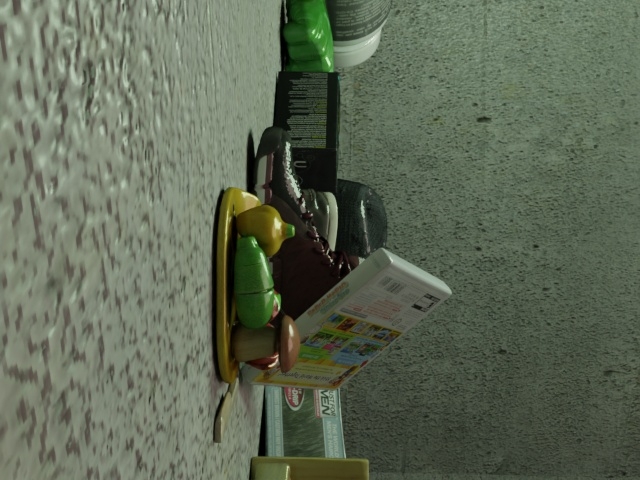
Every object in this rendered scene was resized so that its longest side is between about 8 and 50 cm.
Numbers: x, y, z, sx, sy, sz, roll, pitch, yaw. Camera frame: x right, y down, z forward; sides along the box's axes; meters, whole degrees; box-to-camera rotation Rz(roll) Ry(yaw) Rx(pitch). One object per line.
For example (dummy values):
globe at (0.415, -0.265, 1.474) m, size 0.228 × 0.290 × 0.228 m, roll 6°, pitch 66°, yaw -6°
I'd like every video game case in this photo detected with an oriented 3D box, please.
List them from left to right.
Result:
video game case at (0.040, 0.102, 0.899) m, size 0.026 × 0.206 × 0.227 m, roll 54°, pitch 13°, yaw 25°

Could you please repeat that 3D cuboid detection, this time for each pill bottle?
pill bottle at (0.041, -0.510, 1.484) m, size 0.361 × 0.204 × 0.204 m, roll 86°, pitch 5°, yaw -66°

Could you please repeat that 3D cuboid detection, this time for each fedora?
fedora at (0.038, 0.001, 1.443) m, size 0.334 × 0.152 × 0.334 m, roll 3°, pitch 90°, yaw -72°

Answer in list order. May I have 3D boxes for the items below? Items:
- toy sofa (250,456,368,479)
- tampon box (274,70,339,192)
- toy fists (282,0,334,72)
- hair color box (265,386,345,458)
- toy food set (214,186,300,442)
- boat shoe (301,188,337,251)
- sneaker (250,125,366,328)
toy sofa at (-0.016, 0.326, 0.773) m, size 0.362 × 0.150 × 0.177 m, roll 83°, pitch 6°, yaw -80°
tampon box at (-0.020, -0.175, 1.241) m, size 0.120 × 0.101 × 0.161 m, roll 87°, pitch 5°, yaw -59°
toy fists at (-0.020, -0.319, 1.404) m, size 0.279 × 0.096 × 0.142 m, roll 85°, pitch -4°, yaw -63°
hair color box at (-0.020, 0.393, 1.174) m, size 0.185 × 0.114 × 0.374 m, roll -96°, pitch -176°, yaw -47°
toy food set at (-0.053, 0.061, 0.701) m, size 0.128 × 0.071 × 0.218 m, roll -76°, pitch 167°, yaw -84°
boat shoe at (-0.036, 0.087, 1.175) m, size 0.112 × 0.095 × 0.335 m, roll -157°, pitch -111°, yaw -72°
sneaker at (0.000, 0.000, 0.937) m, size 0.106 × 0.162 × 0.281 m, roll -85°, pitch 176°, yaw -69°
